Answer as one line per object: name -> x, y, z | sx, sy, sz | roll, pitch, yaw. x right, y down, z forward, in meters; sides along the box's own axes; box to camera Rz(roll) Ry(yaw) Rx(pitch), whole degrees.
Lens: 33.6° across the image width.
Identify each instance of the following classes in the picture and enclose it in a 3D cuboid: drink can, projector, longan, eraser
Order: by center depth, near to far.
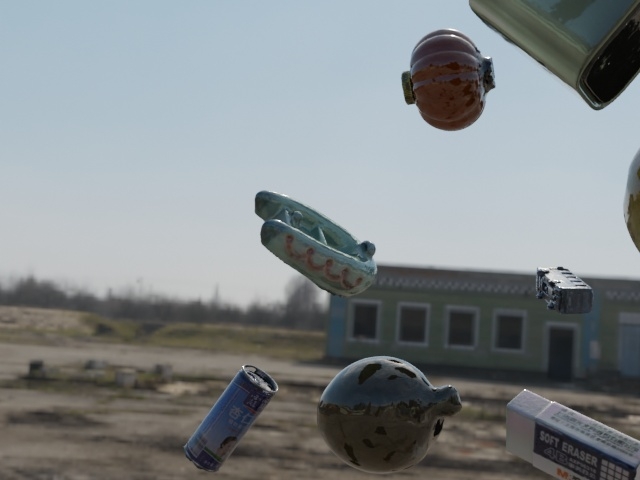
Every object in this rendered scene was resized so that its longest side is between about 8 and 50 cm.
longan -> 0.098, 0.238, 1.460 | 0.204, 0.159, 0.185 | -18, -24, 26
projector -> 0.429, -0.396, 1.746 | 0.249, 0.248, 0.248 | 44, 12, 23
eraser -> 0.498, 0.409, 2.066 | 0.287, 0.130, 0.086 | 22, 39, 37
drink can -> -0.195, 0.387, 2.301 | 0.097, 0.235, 0.097 | 34, 12, -8

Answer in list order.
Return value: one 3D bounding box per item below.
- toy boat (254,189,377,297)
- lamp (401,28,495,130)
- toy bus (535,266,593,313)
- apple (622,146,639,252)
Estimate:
toy boat -> 0.000, 0.000, 1.464 | 0.208, 0.079, 0.134 | 34, 19, -28
lamp -> 0.275, -0.344, 2.275 | 0.197, 0.223, 0.223 | -10, -9, 14
toy bus -> 0.381, 0.077, 1.667 | 0.065, 0.047, 0.166 | -1, 10, 0
apple -> 0.769, -0.076, 2.066 | 0.339, 0.305, 0.338 | 2, -19, 1
